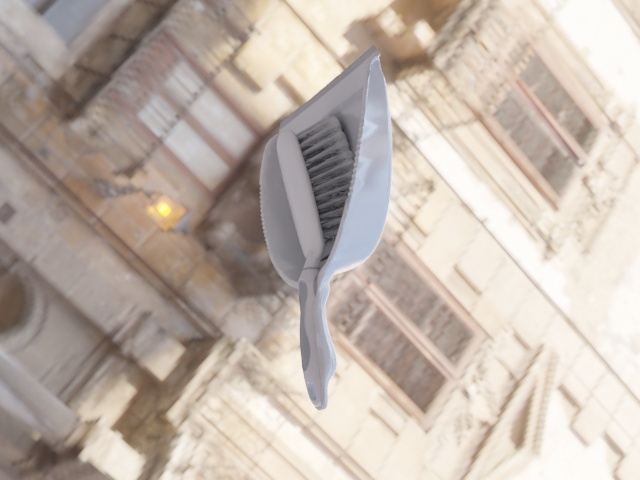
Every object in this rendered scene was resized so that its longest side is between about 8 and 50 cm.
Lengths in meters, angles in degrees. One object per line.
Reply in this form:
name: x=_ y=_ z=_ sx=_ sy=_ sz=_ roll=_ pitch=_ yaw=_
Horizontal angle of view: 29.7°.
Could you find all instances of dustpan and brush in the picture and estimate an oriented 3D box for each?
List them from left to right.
dustpan and brush: x=0.000 y=0.000 z=0.764 sx=0.147 sy=0.060 sz=0.211 roll=-32 pitch=-113 yaw=57
